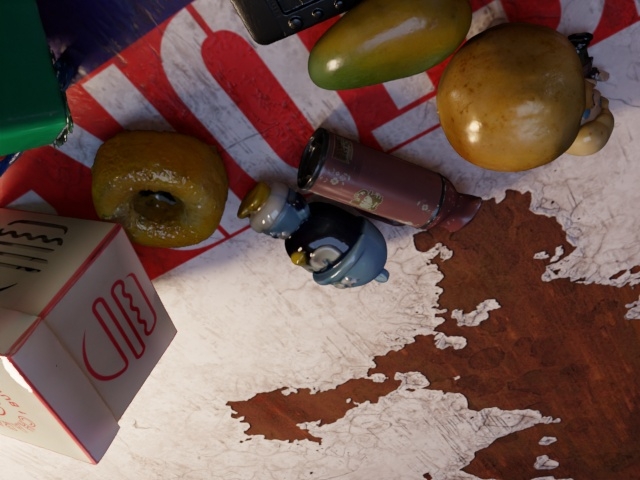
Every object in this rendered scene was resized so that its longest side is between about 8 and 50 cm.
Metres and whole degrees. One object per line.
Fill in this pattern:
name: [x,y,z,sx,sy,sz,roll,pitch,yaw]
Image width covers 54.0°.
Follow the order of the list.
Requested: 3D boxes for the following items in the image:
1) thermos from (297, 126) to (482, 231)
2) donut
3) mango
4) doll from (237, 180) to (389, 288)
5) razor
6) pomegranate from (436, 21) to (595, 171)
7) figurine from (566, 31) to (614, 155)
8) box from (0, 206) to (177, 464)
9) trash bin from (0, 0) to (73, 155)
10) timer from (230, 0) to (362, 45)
thermos: [0.125,-0.080,1.115,0.330,0.109,0.136,18,114,-19]
donut: [-0.276,-0.084,1.094,0.254,0.118,0.253,-3,147,-2]
mango: [0.095,-0.295,0.912,0.251,0.114,0.156,-14,175,12]
doll: [0.000,0.000,1.162,0.314,0.141,0.177,28,150,-18]
razor: [-0.492,-0.179,1.031,0.324,0.093,0.056,-39,163,22]
pomegranate: [0.279,-0.207,0.935,0.233,0.233,0.233,-2,132,-2]
figurine: [0.423,-0.233,1.018,0.108,0.114,0.195,6,124,22]
box: [-0.488,0.154,1.101,0.315,0.300,0.312,7,136,23]
trash bin: [-0.543,-0.182,0.798,0.381,0.295,0.259,-15,95,-30]
timer: [-0.039,-0.371,0.887,0.188,0.055,0.144,-17,135,17]
